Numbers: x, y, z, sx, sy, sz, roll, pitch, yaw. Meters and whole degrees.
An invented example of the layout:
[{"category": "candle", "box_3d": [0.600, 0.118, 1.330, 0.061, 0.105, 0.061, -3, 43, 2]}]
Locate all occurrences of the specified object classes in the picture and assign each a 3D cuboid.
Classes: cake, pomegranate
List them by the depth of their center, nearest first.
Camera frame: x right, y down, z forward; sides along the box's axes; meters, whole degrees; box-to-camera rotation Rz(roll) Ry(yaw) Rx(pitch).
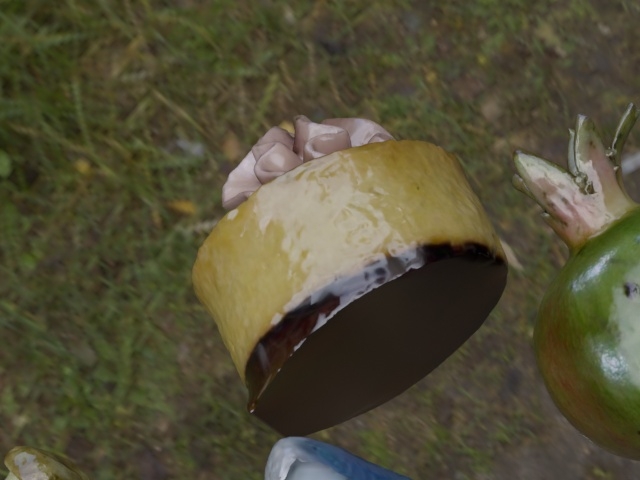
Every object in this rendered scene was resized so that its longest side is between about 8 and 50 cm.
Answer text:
[{"category": "pomegranate", "box_3d": [0.203, 0.026, 1.061, 0.181, 0.181, 0.224, -36, 80, 6]}, {"category": "cake", "box_3d": [0.000, 0.000, 1.089, 0.208, 0.185, 0.178, -25, 64, -26]}]

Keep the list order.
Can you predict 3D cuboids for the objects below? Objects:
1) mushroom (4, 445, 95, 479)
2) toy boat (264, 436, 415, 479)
[{"category": "mushroom", "box_3d": [-0.240, 0.270, 1.098, 0.081, 0.100, 0.312, -7, 44, 50]}, {"category": "toy boat", "box_3d": [-0.021, 0.190, 0.486, 0.129, 0.142, 0.309, -128, 44, -57]}]
